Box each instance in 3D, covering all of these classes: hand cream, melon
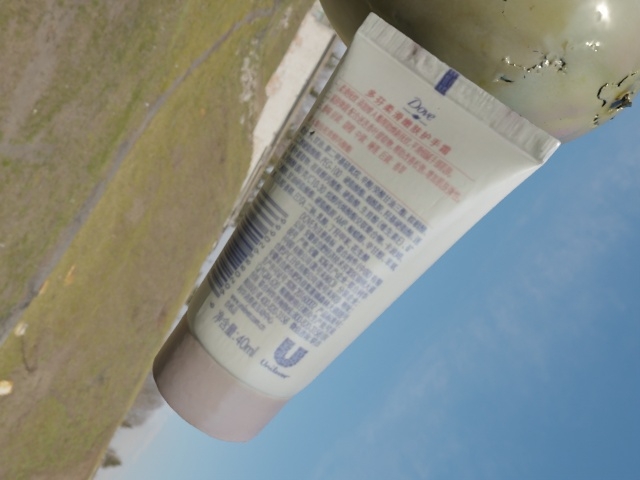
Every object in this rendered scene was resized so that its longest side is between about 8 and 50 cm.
[{"bbox_3d":[0.000,0.000,0.360,0.248,0.133,0.083,-50,161,12],"label":"hand cream"},{"bbox_3d":[0.131,-0.208,0.500,0.223,0.317,0.223,-35,155,-19],"label":"melon"}]
